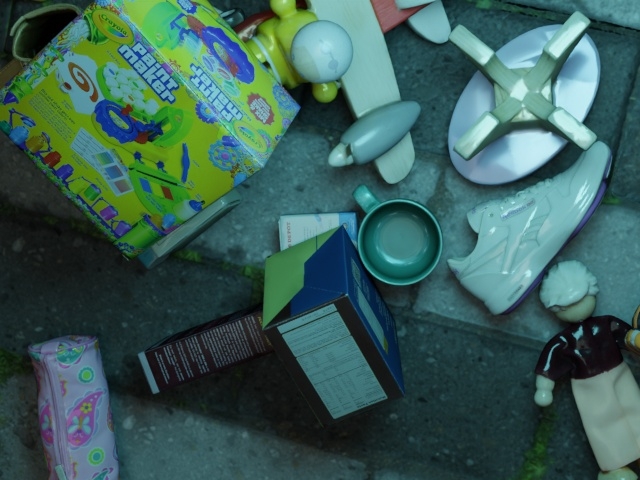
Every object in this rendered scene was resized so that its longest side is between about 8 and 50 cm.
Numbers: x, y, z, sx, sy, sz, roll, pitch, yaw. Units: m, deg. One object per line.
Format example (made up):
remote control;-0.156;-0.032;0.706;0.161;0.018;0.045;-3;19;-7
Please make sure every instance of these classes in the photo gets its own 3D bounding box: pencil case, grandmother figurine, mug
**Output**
pencil case;-0.405;0.298;1.774;0.124;0.124;0.284;-5;95;10
grandmother figurine;0.416;0.196;1.640;0.208;0.104;0.342;-18;91;-16
mug;0.122;-0.014;1.657;0.130;0.097;0.157;-6;93;7

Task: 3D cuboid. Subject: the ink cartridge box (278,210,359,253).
ink cartridge box;0.000;0.000;1.704;0.123;0.052;0.088;-2;96;8

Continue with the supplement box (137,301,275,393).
supplement box;-0.153;0.161;1.710;0.240;0.130;0.073;-21;92;12

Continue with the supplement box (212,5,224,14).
supplement box;-0.200;-0.351;1.704;0.098;0.036;0.062;29;101;5

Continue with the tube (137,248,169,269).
tube;-0.324;-0.047;1.760;0.080;0.052;0.207;-41;83;3

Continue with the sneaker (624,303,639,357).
sneaker;0.618;0.149;1.583;0.321;0.124;0.180;30;83;-12

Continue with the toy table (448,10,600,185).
toy table;0.293;-0.205;1.561;0.252;0.161;0.274;31;94;14

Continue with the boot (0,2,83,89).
boot;-0.440;-0.278;1.668;0.262;0.203;0.095;-27;92;11

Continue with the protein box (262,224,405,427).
protein box;0.020;0.126;1.608;0.136;0.199;0.201;-23;118;12

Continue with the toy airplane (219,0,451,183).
toy airplane;0.023;-0.299;1.551;0.386;0.272;0.384;22;111;-11

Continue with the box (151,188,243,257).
box;-0.278;-0.140;1.699;0.148;0.121;0.311;-36;90;12

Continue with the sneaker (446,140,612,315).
sneaker;0.312;-0.037;1.616;0.152;0.114;0.305;39;99;8

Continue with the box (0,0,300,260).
box;-0.238;-0.178;1.456;0.279;0.177;0.290;-31;109;33
